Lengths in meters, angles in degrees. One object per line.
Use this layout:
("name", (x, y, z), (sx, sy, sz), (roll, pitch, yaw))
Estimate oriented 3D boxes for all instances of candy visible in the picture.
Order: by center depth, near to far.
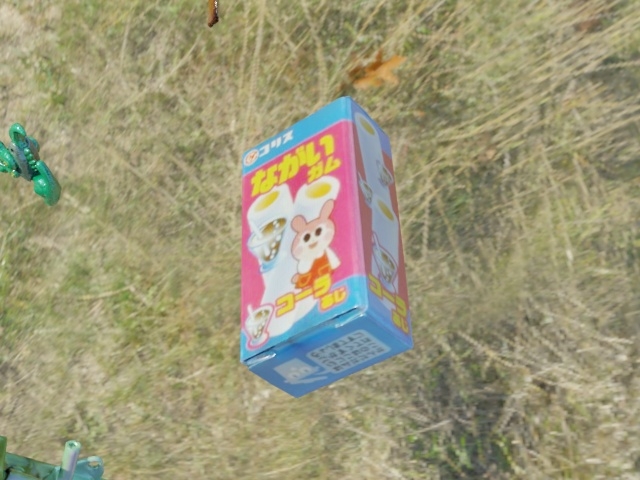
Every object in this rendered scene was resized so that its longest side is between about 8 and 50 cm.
("candy", (0.001, 0.000, 1.082), (0.100, 0.157, 0.306), (38, 35, -40))

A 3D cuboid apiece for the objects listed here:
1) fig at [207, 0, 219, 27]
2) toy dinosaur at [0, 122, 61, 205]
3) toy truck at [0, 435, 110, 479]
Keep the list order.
("fig", (-0.130, -0.297, 0.978), (0.146, 0.134, 0.201), (16, 26, -24))
("toy dinosaur", (-0.377, -0.104, 1.280), (0.096, 0.132, 0.059), (33, 60, 24))
("toy truck", (-0.285, 0.195, 0.799), (0.259, 0.135, 0.128), (19, 29, -23))
